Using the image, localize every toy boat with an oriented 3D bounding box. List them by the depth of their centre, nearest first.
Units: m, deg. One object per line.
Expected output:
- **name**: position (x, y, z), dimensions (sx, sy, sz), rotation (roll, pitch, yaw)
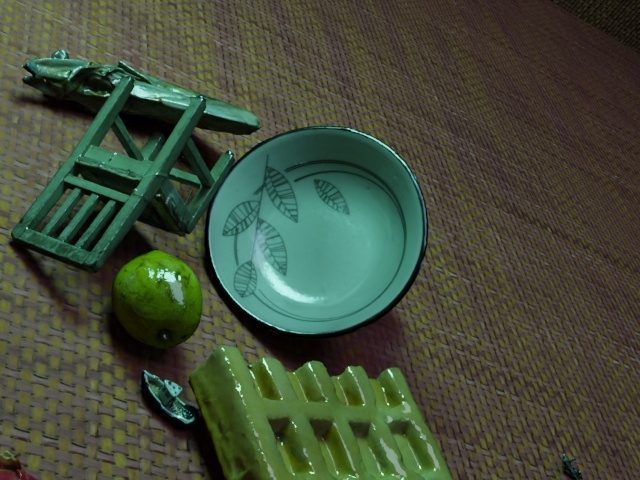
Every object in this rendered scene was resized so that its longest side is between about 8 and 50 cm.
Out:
- **toy boat**: position (-0.173, 0.178, 1.207), dimensions (0.083, 0.038, 0.038), rotation (41, 30, 2)

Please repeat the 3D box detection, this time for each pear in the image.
- **pear**: position (-0.195, 0.070, 1.262), dimensions (0.107, 0.107, 0.131), rotation (19, 28, -31)

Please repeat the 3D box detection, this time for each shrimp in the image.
- **shrimp**: position (-0.250, -0.206, 1.529), dimensions (0.360, 0.085, 0.247), rotation (12, 6, -28)

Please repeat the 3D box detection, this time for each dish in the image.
- **dish**: position (0.000, 0.000, 1.480), dimensions (0.316, 0.316, 0.106), rotation (53, -5, 24)

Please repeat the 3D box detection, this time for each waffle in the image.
- **waffle**: position (0.032, 0.276, 1.242), dimensions (0.348, 0.077, 0.304), rotation (11, 41, -44)

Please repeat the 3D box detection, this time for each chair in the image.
- **chair**: position (-0.242, -0.056, 1.349), dimensions (0.136, 0.147, 0.270), rotation (17, 65, 23)

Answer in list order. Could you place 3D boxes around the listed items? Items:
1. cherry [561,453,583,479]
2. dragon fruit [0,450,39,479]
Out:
- **cherry**: position (0.387, 0.381, 1.501), dimensions (0.107, 0.090, 0.225), rotation (26, 21, 2)
- **dragon fruit**: position (-0.297, 0.250, 0.878), dimensions (0.161, 0.126, 0.274), rotation (40, 29, 1)
